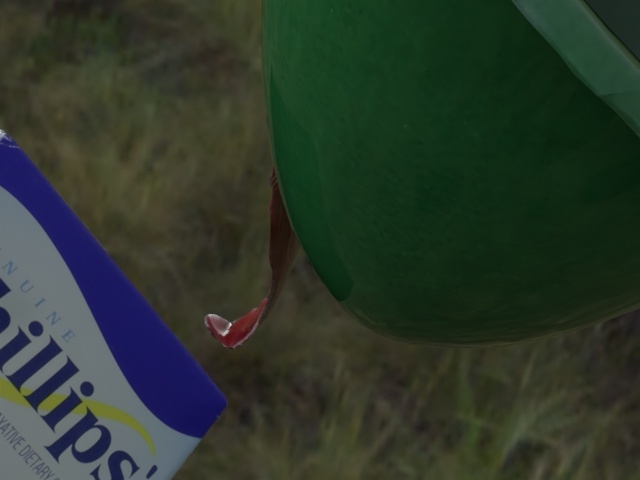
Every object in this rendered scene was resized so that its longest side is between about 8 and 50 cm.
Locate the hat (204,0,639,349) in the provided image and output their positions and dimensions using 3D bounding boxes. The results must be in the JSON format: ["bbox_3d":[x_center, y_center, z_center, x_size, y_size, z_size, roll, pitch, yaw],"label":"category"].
[{"bbox_3d":[0.000,0.000,0.421,0.208,0.183,0.173,26,30,-48],"label":"hat"}]

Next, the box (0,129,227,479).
[{"bbox_3d":[-0.120,0.054,0.614,0.072,0.126,0.137,3,47,50],"label":"box"}]
